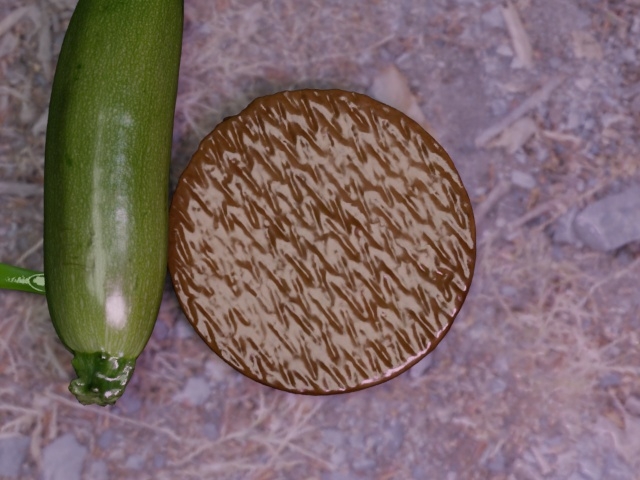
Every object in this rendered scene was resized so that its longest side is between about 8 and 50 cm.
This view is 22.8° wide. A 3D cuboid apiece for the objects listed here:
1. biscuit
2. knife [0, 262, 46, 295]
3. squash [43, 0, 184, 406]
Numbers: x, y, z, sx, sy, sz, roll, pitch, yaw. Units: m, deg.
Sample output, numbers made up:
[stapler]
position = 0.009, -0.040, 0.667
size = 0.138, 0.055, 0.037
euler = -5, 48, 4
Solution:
[biscuit]
position = 0.000, 0.000, 1.315
size = 0.262, 0.037, 0.261
euler = -1, 78, 4
[knife]
position = -0.251, 0.030, 1.330
size = 0.166, 0.022, 0.078
euler = 10, 74, 4
[squash]
position = -0.171, -0.063, 1.296
size = 0.107, 0.107, 0.395
euler = 2, 75, 3
